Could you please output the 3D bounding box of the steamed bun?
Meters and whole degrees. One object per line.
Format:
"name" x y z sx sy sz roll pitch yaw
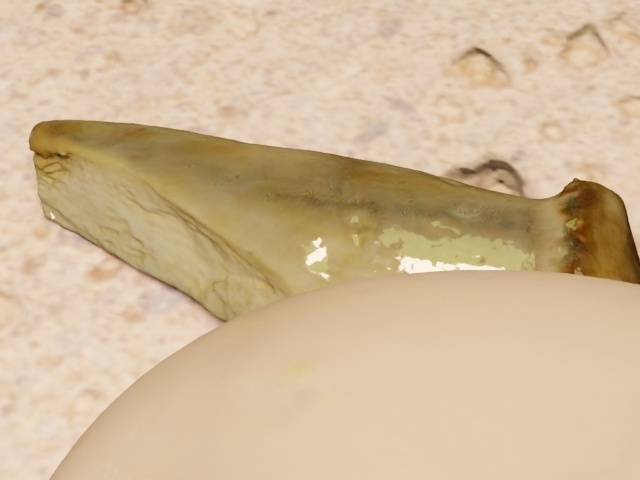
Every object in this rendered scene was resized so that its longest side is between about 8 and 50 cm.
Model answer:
"steamed bun" 0.066 0.167 0.686 0.374 0.334 0.334 11 49 15

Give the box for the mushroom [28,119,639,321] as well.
"mushroom" -0.001 0.003 0.991 0.333 0.087 0.107 9 44 15
